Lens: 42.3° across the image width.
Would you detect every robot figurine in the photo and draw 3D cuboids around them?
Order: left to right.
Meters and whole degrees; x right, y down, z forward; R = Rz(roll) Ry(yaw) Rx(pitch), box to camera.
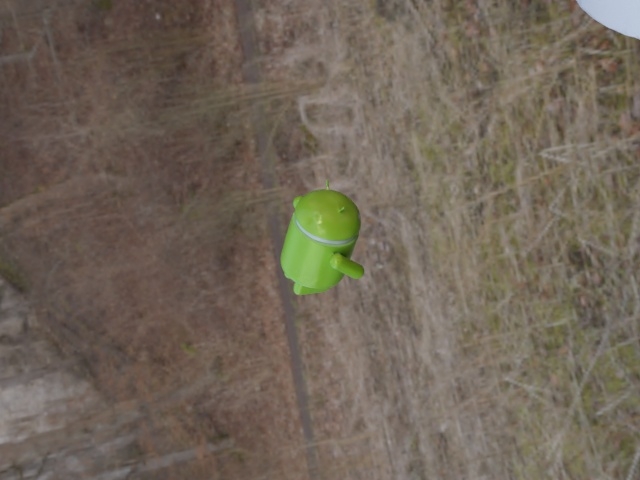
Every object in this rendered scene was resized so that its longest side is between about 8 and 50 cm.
[{"bbox_3d":[0.000,0.000,0.802,0.101,0.067,0.115,59,143,42],"label":"robot figurine"}]

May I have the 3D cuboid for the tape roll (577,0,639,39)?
[{"bbox_3d":[0.411,-0.331,0.875,0.100,0.286,0.286,71,-177,-46],"label":"tape roll"}]
